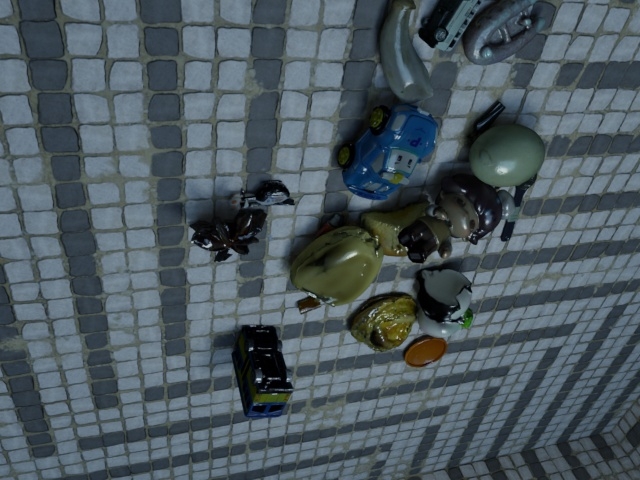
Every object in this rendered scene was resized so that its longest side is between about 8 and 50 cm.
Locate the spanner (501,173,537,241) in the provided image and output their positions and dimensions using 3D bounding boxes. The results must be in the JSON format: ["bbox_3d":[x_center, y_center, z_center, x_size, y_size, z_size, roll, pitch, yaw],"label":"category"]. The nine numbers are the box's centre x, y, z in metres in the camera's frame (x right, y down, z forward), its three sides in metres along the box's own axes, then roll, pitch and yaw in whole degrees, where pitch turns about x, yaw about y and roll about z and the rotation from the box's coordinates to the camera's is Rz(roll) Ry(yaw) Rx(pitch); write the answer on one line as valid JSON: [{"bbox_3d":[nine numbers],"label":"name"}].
[{"bbox_3d":[0.685,-0.116,2.036,0.087,0.024,0.316,-14,134,-17],"label":"spanner"}]

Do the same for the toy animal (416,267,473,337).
[{"bbox_3d":[0.459,0.245,2.142,0.212,0.213,0.267,-19,131,-4],"label":"toy animal"}]

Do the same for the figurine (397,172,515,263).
[{"bbox_3d":[0.403,-0.075,1.776,0.365,0.218,0.206,-29,164,-43],"label":"figurine"}]

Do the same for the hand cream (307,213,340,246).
[{"bbox_3d":[-0.001,-0.001,1.870,0.052,0.038,0.216,30,122,-8],"label":"hand cream"}]

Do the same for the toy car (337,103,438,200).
[{"bbox_3d":[0.194,-0.234,1.612,0.198,0.166,0.314,12,141,-33],"label":"toy car"}]

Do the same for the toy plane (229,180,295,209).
[{"bbox_3d":[-0.165,-0.124,1.681,0.197,0.053,0.078,-9,142,-19],"label":"toy plane"}]

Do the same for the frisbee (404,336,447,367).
[{"bbox_3d":[0.438,0.462,2.447,0.192,0.035,0.192,-10,132,-11],"label":"frisbee"}]

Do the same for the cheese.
[{"bbox_3d":[0.066,0.072,1.844,0.259,0.128,0.316,20,134,-26],"label":"cheese"}]

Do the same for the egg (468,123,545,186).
[{"bbox_3d":[0.559,-0.254,1.746,0.253,0.186,0.187,-14,135,-29],"label":"egg"}]

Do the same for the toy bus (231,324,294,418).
[{"bbox_3d":[-0.202,0.445,2.009,0.138,0.288,0.175,6,127,-25],"label":"toy bus"}]

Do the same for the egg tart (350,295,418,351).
[{"bbox_3d":[0.257,0.330,2.205,0.297,0.132,0.297,-15,135,-16],"label":"egg tart"}]

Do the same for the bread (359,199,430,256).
[{"bbox_3d":[0.258,-0.022,1.877,0.251,0.133,0.174,-10,131,-11],"label":"bread"}]

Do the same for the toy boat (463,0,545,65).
[{"bbox_3d":[0.484,-0.544,1.530,0.227,0.085,0.155,-30,135,7],"label":"toy boat"}]

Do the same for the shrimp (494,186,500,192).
[{"bbox_3d":[0.591,-0.184,1.928,0.029,0.038,0.092,33,123,8],"label":"shrimp"}]

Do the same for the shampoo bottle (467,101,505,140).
[{"bbox_3d":[0.493,-0.353,1.744,0.048,0.027,0.137,25,118,-38],"label":"shampoo bottle"}]

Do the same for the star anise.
[{"bbox_3d":[-0.262,-0.018,1.671,0.212,0.129,0.283,-18,169,9],"label":"star anise"}]

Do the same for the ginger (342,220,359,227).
[{"bbox_3d":[0.079,0.006,1.892,0.069,0.051,0.173,12,123,-25],"label":"ginger"}]

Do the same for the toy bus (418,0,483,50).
[{"bbox_3d":[0.334,-0.569,1.453,0.089,0.087,0.194,9,126,-36],"label":"toy bus"}]

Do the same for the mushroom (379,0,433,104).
[{"bbox_3d":[0.207,-0.474,1.478,0.118,0.103,0.270,-24,129,-1],"label":"mushroom"}]

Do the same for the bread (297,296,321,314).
[{"bbox_3d":[-0.039,0.225,2.048,0.083,0.047,0.036,-20,165,0],"label":"bread"}]
